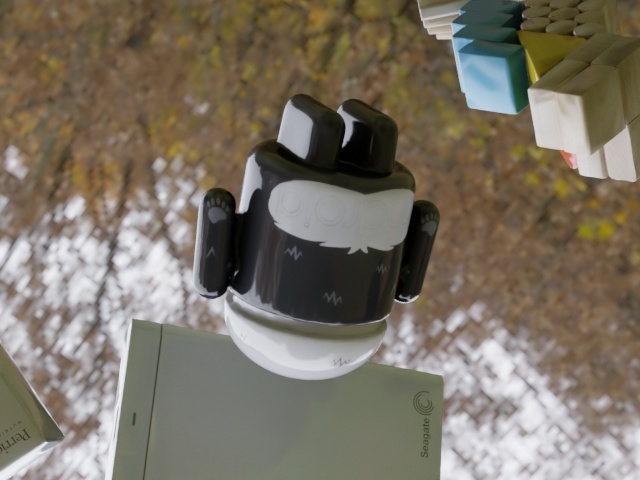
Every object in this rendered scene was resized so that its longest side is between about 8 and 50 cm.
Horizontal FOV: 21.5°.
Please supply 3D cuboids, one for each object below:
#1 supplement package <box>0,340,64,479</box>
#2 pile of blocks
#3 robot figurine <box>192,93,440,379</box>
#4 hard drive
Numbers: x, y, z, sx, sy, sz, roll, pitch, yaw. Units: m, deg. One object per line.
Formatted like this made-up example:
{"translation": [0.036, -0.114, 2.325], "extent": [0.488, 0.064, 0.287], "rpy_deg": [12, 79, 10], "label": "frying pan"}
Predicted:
{"translation": [-0.270, 0.092, 1.149], "extent": [0.179, 0.105, 0.105], "rpy_deg": [55, 174, 4], "label": "supplement package"}
{"translation": [0.151, -0.122, 1.182], "extent": [0.362, 0.149, 0.112], "rpy_deg": [-85, -17, -61], "label": "pile of blocks"}
{"translation": [-0.003, -0.001, 1.663], "extent": [0.209, 0.278, 0.173], "rpy_deg": [14, -164, 13], "label": "robot figurine"}
{"translation": [-0.044, 0.224, 1.782], "extent": [0.353, 0.047, 0.233], "rpy_deg": [12, -119, -13], "label": "hard drive"}
